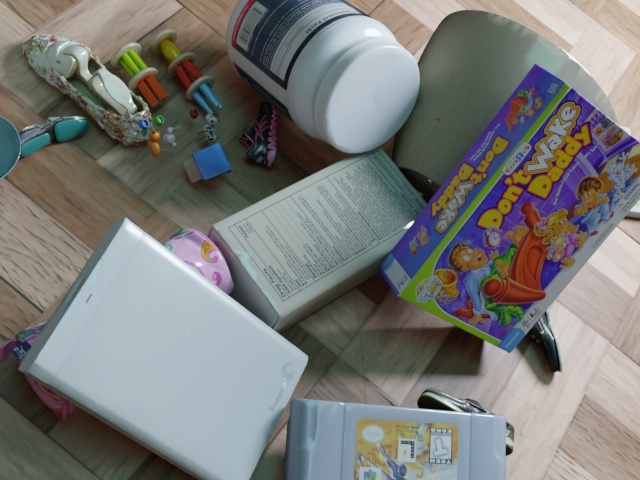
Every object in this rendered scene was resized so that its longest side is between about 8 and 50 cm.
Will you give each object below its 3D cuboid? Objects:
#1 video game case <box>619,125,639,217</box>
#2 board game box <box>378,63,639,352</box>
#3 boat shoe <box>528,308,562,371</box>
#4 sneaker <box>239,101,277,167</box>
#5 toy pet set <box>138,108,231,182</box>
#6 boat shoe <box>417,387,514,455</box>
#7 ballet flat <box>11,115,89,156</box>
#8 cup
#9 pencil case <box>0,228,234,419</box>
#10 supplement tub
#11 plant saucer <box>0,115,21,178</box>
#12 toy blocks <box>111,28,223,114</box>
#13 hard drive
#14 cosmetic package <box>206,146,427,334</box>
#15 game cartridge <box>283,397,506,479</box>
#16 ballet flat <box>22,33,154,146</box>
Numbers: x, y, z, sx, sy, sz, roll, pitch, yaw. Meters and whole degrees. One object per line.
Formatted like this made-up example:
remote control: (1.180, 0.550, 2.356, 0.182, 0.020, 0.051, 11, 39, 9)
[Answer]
video game case: (0.486, -0.136, 1.541, 0.213, 0.023, 0.193, 6, 59, -19)
board game box: (0.277, -0.032, 1.179, 0.233, 0.347, 0.078, 27, 17, -31)
boat shoe: (0.339, 0.140, 1.314, 0.042, 0.049, 0.133, -14, 72, 3)
sneaker: (-0.096, -0.168, 1.325, 0.057, 0.047, 0.119, 2, 59, -6)
toy pet set: (-0.179, -0.142, 1.232, 0.122, 0.065, 0.114, -27, 95, -52)
boat shoe: (0.204, 0.247, 1.195, 0.152, 0.056, 0.049, 34, 47, -8)
ballet flat: (-0.384, -0.155, 1.207, 0.114, 0.041, 0.041, -30, 75, -33)
cup: (0.245, -0.148, 1.308, 0.331, 0.331, 0.237, 38, 79, 3)
pencil case: (-0.245, 0.096, 1.066, 0.284, 0.124, 0.124, -35, 78, -32)
supplement tub: (-0.001, -0.267, 1.277, 0.191, 0.191, 0.272, -19, 45, -29)
plant saucer: (-0.463, -0.118, 1.153, 0.119, 0.021, 0.119, 3, 65, -6)
toy blocks: (-0.229, -0.242, 1.307, 0.123, 0.054, 0.148, -31, 76, -33)
hard drive: (-0.170, 0.145, 1.015, 0.307, 0.040, 0.203, 41, 63, -27)
cosmetic package: (0.000, 0.000, 1.220, 0.309, 0.113, 0.160, -29, 75, -31)
game cartridge: (0.100, 0.310, 1.085, 0.297, 0.062, 0.198, 7, 72, -17)
ballet flat: (-0.334, -0.237, 1.249, 0.241, 0.077, 0.091, 39, 57, 4)
